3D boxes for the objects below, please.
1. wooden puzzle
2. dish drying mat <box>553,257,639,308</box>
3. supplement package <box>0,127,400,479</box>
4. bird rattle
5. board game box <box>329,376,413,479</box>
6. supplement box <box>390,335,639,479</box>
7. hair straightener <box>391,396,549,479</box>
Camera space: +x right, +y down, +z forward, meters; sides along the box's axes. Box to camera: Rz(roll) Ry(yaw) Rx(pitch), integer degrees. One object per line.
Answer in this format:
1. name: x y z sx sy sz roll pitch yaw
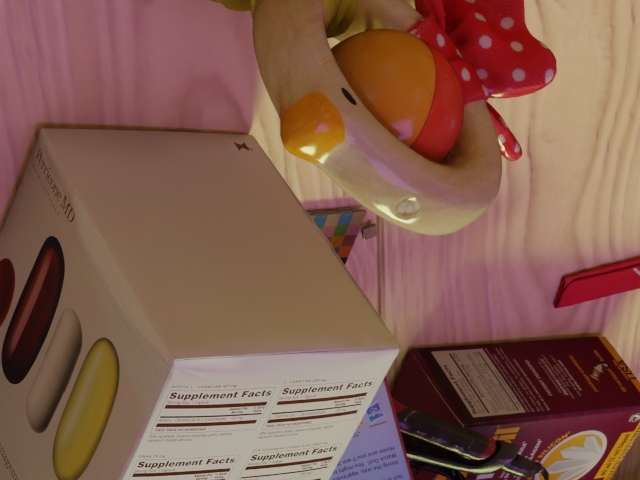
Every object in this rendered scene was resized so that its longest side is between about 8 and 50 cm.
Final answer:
1. wooden puzzle: 0.000 0.000 1.235 0.083 0.006 0.049 -5 133 -31
2. dish drying mat: 0.213 0.031 1.417 0.083 0.008 0.032 -13 138 -25
3. supplement package: -0.094 0.074 1.094 0.149 0.194 0.203 0 130 -36
4. bird rattle: 0.029 -0.086 1.024 0.143 0.207 0.253 -30 136 25
5. board game box: -0.076 0.187 1.252 0.281 0.027 0.145 -16 99 -3
6. supplement box: 0.141 0.138 1.420 0.188 0.081 0.104 -2 132 -34
7. hair straightener: 0.047 0.143 1.312 0.230 0.047 0.089 17 126 -12
